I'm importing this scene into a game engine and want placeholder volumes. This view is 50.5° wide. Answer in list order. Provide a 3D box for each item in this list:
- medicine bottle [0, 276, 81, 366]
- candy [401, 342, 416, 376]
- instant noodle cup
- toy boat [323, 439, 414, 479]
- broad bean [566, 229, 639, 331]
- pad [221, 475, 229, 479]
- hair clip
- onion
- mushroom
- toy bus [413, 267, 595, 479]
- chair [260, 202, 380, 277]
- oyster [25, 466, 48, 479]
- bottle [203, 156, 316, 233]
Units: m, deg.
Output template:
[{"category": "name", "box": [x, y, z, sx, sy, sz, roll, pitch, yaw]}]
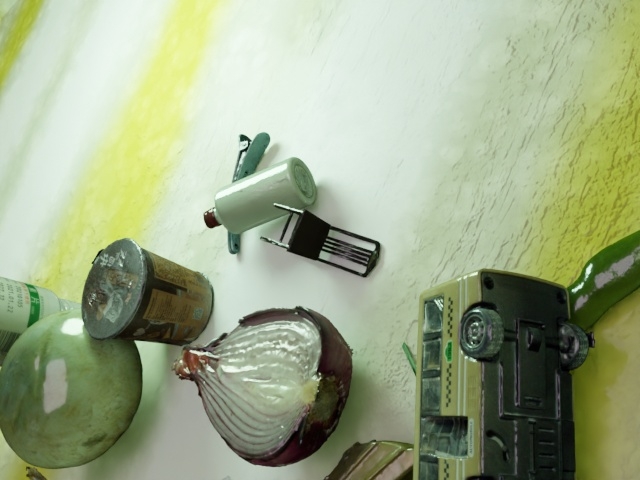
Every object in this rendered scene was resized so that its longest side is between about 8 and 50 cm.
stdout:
[{"category": "medicine bottle", "box": [-0.735, 0.204, 1.641, 0.208, 0.339, 0.208, -16, 63, 36]}, {"category": "candy", "box": [0.165, 0.236, 1.060, 0.060, 0.060, 0.201, -44, 42, 19]}, {"category": "instant noodle cup", "box": [-0.361, 0.123, 1.444, 0.217, 0.207, 0.218, -17, 63, 37]}, {"category": "toy boat", "box": [0.025, 0.472, 1.026, 0.162, 0.136, 0.445, 42, 101, 37]}, {"category": "broad bean", "box": [0.422, 0.038, 0.906, 0.318, 0.056, 0.098, -32, 59, 26]}, {"category": "pad", "box": [-0.229, 0.569, 1.289, 0.232, 0.004, 0.156, -41, 50, 21]}, {"category": "hair clip", "box": [-0.171, -0.103, 1.491, 0.083, 0.048, 0.275, 5, 81, 39]}, {"category": "onion", "box": [-0.092, 0.250, 1.193, 0.348, 0.159, 0.267, 8, 66, 41]}, {"category": "mushroom", "box": [-0.544, 0.326, 1.488, 0.352, 0.260, 0.352, -12, 66, 29]}, {"category": "toy bus", "box": [0.226, 0.234, 0.892, 0.202, 0.176, 0.366, -26, 55, 60]}, {"category": "chair", "box": [0.000, 0.000, 1.254, 0.212, 0.101, 0.084, 18, 86, 44]}, {"category": "oyster", "box": [-0.550, 0.612, 1.440, 0.166, 0.094, 0.295, 2, 106, 59]}, {"category": "bottle", "box": [-0.135, -0.081, 1.381, 0.245, 0.104, 0.104, -20, 61, 25]}]
